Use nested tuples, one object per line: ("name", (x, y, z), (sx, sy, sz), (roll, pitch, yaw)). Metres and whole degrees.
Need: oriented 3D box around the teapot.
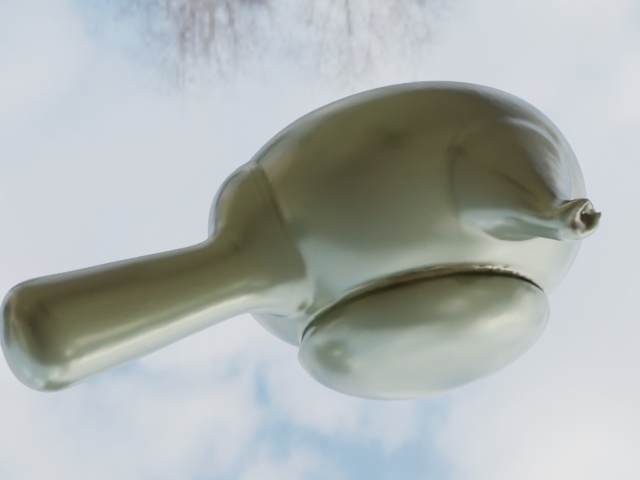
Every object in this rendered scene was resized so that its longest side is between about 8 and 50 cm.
("teapot", (-0.005, 0.017, 0.890), (0.318, 0.220, 0.149), (-13, -114, -1))
